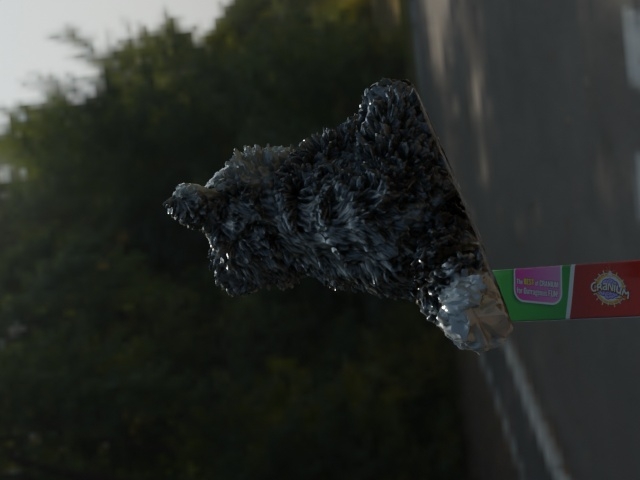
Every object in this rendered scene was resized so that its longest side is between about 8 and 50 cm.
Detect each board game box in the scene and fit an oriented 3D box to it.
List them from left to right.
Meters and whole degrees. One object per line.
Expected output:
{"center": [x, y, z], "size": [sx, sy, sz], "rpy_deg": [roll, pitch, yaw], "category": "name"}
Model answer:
{"center": [0.394, 0.053, 2.060], "size": [0.316, 0.242, 0.064], "rpy_deg": [-6, 87, 51], "category": "board game box"}

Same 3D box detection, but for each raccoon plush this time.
{"center": [0.000, 0.000, 1.792], "size": [0.446, 0.299, 0.216], "rpy_deg": [-96, -18, -71], "category": "raccoon plush"}
